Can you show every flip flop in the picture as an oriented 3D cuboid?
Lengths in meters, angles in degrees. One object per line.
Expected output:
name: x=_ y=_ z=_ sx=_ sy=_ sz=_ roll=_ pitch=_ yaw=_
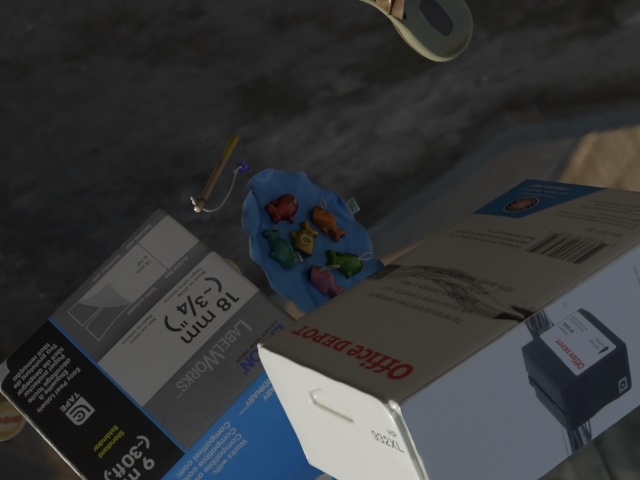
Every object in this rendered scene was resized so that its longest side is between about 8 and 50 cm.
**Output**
flip flop: x=0.096 y=-0.289 z=1.536 sx=0.277 sy=0.080 sz=0.112 roll=37 pitch=88 yaw=-41

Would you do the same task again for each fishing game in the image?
fishing game: x=0.000 y=0.000 z=1.354 sx=0.041 sy=0.264 sz=0.189 roll=-41 pitch=-168 yaw=35

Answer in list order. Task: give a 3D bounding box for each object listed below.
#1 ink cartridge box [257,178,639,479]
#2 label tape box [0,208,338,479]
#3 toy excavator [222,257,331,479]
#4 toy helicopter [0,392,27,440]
ink cartridge box: x=0.139 y=0.080 z=1.089 sx=0.307 sy=0.129 sz=0.223 roll=-30 pitch=-159 yaw=-22
label tape box: x=-0.115 y=0.156 z=1.278 sx=0.240 sy=0.333 sz=0.106 roll=-46 pitch=148 yaw=-10
toy excavator: x=-0.089 y=0.243 z=1.755 sx=0.222 sy=0.433 sz=0.445 roll=0 pitch=-179 yaw=-36
toy helicopter: x=-0.437 y=0.248 z=2.396 sx=0.355 sy=0.140 sz=0.235 roll=-32 pitch=131 yaw=-20
